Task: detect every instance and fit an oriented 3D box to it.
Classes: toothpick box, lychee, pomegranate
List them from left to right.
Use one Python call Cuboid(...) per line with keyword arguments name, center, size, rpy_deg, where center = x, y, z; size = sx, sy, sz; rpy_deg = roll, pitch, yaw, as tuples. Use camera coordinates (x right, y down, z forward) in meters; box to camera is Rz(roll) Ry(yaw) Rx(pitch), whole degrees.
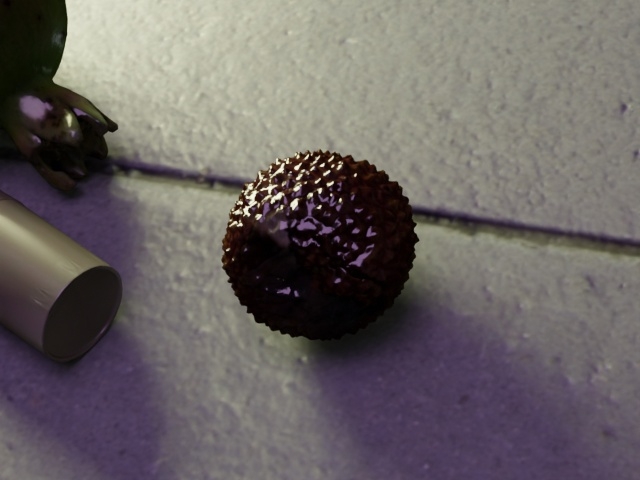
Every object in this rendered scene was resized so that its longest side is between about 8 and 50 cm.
Cuboid(name="pomegranate", center=(-0.340, -0.200, 1.778), size=(0.306, 0.242, 0.242), rpy_deg=(19, 60, 0))
Cuboid(name="toothpick box", center=(-0.293, 0.028, 1.663), size=(0.180, 0.111, 0.111), rpy_deg=(31, 67, 27))
Cuboid(name="lychee", center=(0.000, 0.000, 1.586), size=(0.188, 0.188, 0.188), rpy_deg=(-6, 55, 8))
